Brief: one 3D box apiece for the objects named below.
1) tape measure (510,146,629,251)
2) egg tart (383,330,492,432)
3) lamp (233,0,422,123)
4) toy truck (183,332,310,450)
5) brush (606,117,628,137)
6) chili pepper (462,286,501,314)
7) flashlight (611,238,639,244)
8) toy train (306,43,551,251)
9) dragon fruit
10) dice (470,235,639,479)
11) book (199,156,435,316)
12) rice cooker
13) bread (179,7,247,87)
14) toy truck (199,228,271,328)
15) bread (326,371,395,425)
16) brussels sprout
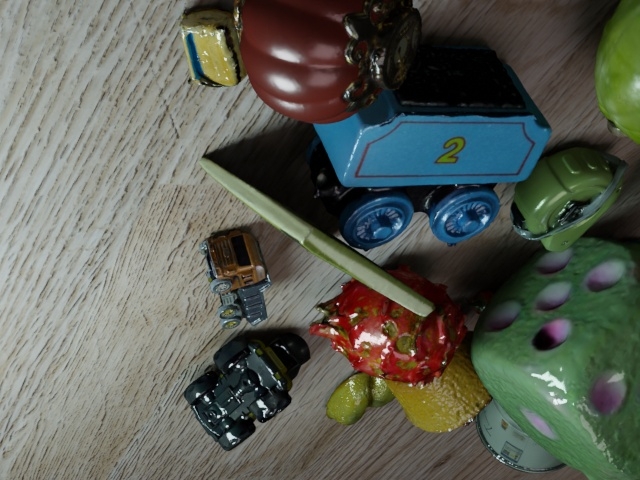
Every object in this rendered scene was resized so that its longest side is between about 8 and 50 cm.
[{"bbox_3d":[0.395,-0.069,1.866,0.175,0.106,0.200,7,138,-42],"label":"tape measure"},{"bbox_3d":[0.212,0.242,2.172,0.215,0.215,0.171,-32,137,20],"label":"egg tart"},{"bbox_3d":[0.002,-0.242,1.289,0.226,0.227,0.227,-14,149,-9],"label":"lamp"},{"bbox_3d":[-0.123,0.259,2.078,0.224,0.147,0.165,-46,168,35],"label":"toy truck"},{"bbox_3d":[0.596,-0.229,1.777,0.327,0.070,0.065,-16,131,-3],"label":"brush"},{"bbox_3d":[0.333,0.117,2.179,0.191,0.050,0.059,-1,128,-42],"label":"chili pepper"},{"bbox_3d":[0.573,0.018,2.168,0.129,0.051,0.051,-5,147,-32],"label":"flashlight"},{"bbox_3d":[0.128,-0.131,1.555,0.300,0.188,0.265,-3,138,-24],"label":"toy train"},{"bbox_3d":[0.113,0.142,1.966,0.268,0.210,0.205,6,162,-5],"label":"dragon fruit"},{"bbox_3d":[0.485,0.202,2.026,0.330,0.318,0.322,-44,116,-13],"label":"dice"},{"bbox_3d":[0.000,0.000,1.648,0.035,0.239,0.352,-56,142,2],"label":"book"},{"bbox_3d":[0.454,0.352,2.441,0.280,0.241,0.227,16,143,10],"label":"rice cooker"},{"bbox_3d":[-0.125,-0.228,1.378,0.072,0.053,0.106,3,147,7],"label":"bread"},{"bbox_3d":[-0.127,0.063,1.803,0.092,0.083,0.192,-16,150,-6],"label":"toy truck"},{"bbox_3d":[0.092,0.329,2.369,0.149,0.065,0.188,-7,145,-29],"label":"bread"},{"bbox_3d":[0.518,-0.255,1.517,0.344,0.268,0.344,-19,171,-3],"label":"brussels sprout"}]
